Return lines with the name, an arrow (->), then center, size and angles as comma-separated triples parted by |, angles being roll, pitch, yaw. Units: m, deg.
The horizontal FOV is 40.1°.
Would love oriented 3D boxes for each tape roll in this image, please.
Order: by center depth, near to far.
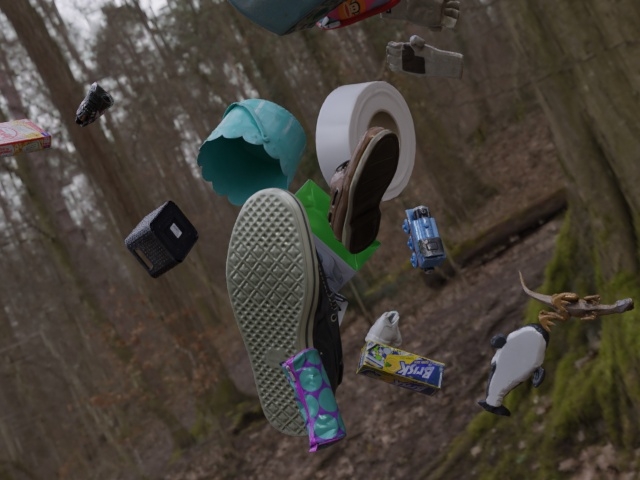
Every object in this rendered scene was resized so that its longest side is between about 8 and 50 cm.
tape roll -> 0.113, -0.233, 2.094 | 0.100, 0.286, 0.286 | 0, 8, 37

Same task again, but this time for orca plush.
orca plush -> 0.486, 0.302, 2.112 | 0.102, 0.151, 0.287 | -23, -51, -44

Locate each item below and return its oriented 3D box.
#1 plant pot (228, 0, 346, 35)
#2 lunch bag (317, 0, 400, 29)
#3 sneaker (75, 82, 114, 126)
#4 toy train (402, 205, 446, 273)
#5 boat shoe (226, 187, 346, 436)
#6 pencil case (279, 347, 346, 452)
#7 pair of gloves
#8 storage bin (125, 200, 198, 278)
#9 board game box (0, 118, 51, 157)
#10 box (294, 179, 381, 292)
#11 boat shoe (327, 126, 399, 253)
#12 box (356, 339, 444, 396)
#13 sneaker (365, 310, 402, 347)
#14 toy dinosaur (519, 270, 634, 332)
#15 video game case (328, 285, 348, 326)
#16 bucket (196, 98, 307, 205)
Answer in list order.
plant pot -> -0.068, -0.573, 1.819 | 0.248, 0.252, 0.247 | -30, 4, 32
lunch bag -> 0.031, -0.615, 2.086 | 0.258, 0.293, 0.120 | -24, -49, -8
sneaker -> -0.591, -0.340, 2.273 | 0.077, 0.072, 0.178 | -55, 7, -27
toy train -> 0.271, -0.007, 2.296 | 0.080, 0.184, 0.105 | -6, -21, -12
boat shoe -> -0.053, 0.127, 1.645 | 0.187, 0.500, 0.156 | 4, 27, 27
pencil case -> -0.011, 0.249, 1.367 | 0.070, 0.151, 0.064 | -5, -21, -47
pair of gloves -> 0.254, -0.510, 2.175 | 0.204, 0.240, 0.042 | 8, 43, 25
storage bin -> -0.385, -0.004, 2.147 | 0.084, 0.122, 0.180 | -31, 16, 22
board game box -> -0.890, -0.288, 2.497 | 0.193, 0.147, 0.045 | -19, -52, -41
box -> 0.000, 0.000, 2.387 | 0.127, 0.262, 0.231 | -47, -1, -30
boat shoe -> 0.065, -0.107, 1.696 | 0.111, 0.104, 0.307 | -23, -35, -33
box -> 0.164, 0.262, 1.790 | 0.169, 0.059, 0.054 | 18, -31, -6
sneaker -> 0.179, 0.224, 2.268 | 0.212, 0.080, 0.094 | 7, -75, -76
toy dinosaur -> 0.375, 0.101, 1.363 | 0.211, 0.064, 0.112 | 12, 13, 39
video game case -> -0.025, 0.144, 2.283 | 0.026, 0.206, 0.227 | -46, 5, 20
bucket -> -0.181, -0.240, 2.398 | 0.281, 0.281, 0.183 | -38, 21, 50
